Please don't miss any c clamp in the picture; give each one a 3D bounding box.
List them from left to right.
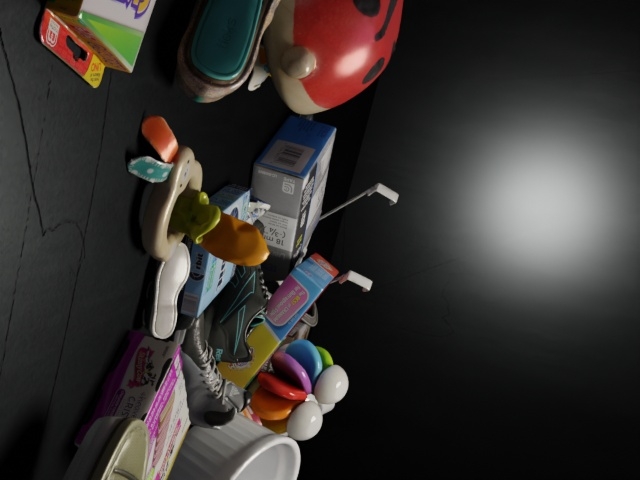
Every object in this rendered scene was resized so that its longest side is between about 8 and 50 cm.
[{"bbox_3d":[-0.054,0.127,1.883,0.022,0.160,0.137,-29,-148,24],"label":"c clamp"}]

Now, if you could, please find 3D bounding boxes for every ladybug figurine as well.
[{"bbox_3d":[0.032,-0.360,1.173,0.449,0.162,0.305,-75,162,-45],"label":"ladybug figurine"}]

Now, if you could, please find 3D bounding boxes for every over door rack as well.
[{"bbox_3d":[0.000,0.000,1.725,0.324,0.108,0.239,-13,-130,49],"label":"over door rack"}]

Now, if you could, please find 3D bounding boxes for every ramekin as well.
[{"bbox_3d":[-0.171,0.430,1.358,0.277,0.135,0.277,-42,146,-36],"label":"ramekin"}]

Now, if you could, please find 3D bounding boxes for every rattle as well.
[{"bbox_3d":[-0.134,-0.043,0.898,0.130,0.143,0.199,-46,164,-35],"label":"rattle"}]

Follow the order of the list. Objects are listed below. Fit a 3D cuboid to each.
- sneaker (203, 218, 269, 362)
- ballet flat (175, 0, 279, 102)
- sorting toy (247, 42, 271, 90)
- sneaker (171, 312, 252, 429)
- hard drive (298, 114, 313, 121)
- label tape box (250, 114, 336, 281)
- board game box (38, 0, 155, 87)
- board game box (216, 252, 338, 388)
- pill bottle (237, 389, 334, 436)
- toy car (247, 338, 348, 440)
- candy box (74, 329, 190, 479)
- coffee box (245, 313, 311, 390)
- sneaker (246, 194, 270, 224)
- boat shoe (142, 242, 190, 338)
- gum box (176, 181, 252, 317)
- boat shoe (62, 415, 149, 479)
[{"bbox_3d":[-0.132,0.087,1.348,0.101,0.106,0.267,88,17,-66],"label":"sneaker"},{"bbox_3d":[-0.090,-0.293,0.907,0.316,0.108,0.106,-66,-169,-20],"label":"ballet flat"},{"bbox_3d":[-0.086,-0.266,1.211,0.075,0.045,0.083,-56,-179,24],"label":"sorting toy"},{"bbox_3d":[-0.164,0.205,1.223,0.086,0.132,0.228,-65,169,-56],"label":"sneaker"},{"bbox_3d":[-0.045,-0.217,1.701,0.094,0.022,0.135,95,13,-60],"label":"hard drive"},{"bbox_3d":[-0.070,-0.043,1.550,0.240,0.106,0.333,-63,167,-56],"label":"label tape box"},{"bbox_3d":[-0.155,-0.259,0.646,0.124,0.039,0.259,54,55,-81],"label":"board game box"},{"bbox_3d":[-0.099,0.174,1.491,0.316,0.064,0.242,-52,177,10],"label":"board game box"},{"bbox_3d":[-0.088,0.348,1.637,0.221,0.121,0.121,-19,139,-29],"label":"pill bottle"},{"bbox_3d":[-0.054,0.257,1.431,0.182,0.159,0.136,-51,140,-19],"label":"toy car"},{"bbox_3d":[-0.232,0.246,1.017,0.233,0.071,0.159,98,10,-53],"label":"candy box"},{"bbox_3d":[-0.112,0.262,1.854,0.297,0.119,0.168,-29,135,-81],"label":"coffee box"},{"bbox_3d":[-0.128,-0.048,1.336,0.058,0.052,0.135,-65,167,7],"label":"sneaker"},{"bbox_3d":[-0.199,0.061,1.007,0.046,0.038,0.125,4,98,-41],"label":"boat shoe"},{"bbox_3d":[-0.160,0.009,1.193,0.184,0.041,0.157,-58,163,-70],"label":"gum box"},{"bbox_3d":[-0.264,0.311,0.769,0.113,0.103,0.302,58,47,-64],"label":"boat shoe"}]
